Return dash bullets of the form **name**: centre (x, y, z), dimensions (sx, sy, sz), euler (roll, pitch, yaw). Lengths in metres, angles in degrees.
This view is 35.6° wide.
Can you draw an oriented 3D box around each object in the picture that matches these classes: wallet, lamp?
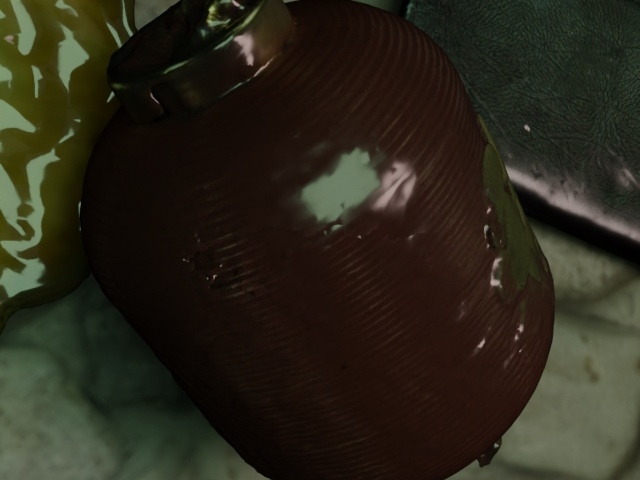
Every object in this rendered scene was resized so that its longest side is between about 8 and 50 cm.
- **wallet**: centre (0.181, -0.075, 0.610), dimensions (0.318, 0.045, 0.172), euler (20, 78, -20)
- **lamp**: centre (0.000, 0.000, 0.438), dimensions (0.180, 0.180, 0.258), euler (-46, 123, -22)

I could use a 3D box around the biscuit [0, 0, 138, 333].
- **biscuit**: centre (-0.245, -0.071, 0.410), dimensions (0.335, 0.078, 0.329), euler (-46, 104, -22)
